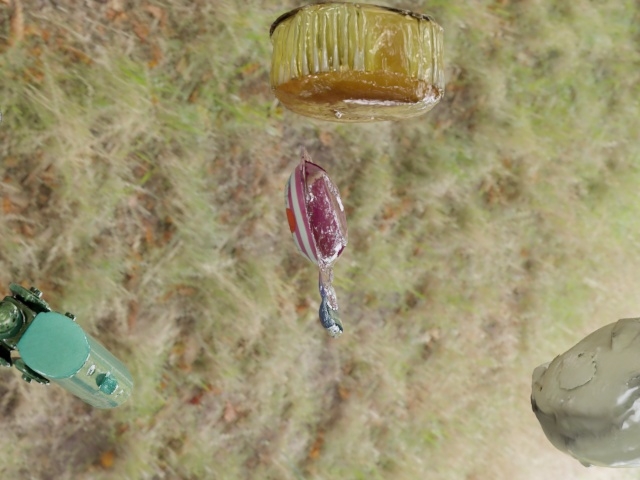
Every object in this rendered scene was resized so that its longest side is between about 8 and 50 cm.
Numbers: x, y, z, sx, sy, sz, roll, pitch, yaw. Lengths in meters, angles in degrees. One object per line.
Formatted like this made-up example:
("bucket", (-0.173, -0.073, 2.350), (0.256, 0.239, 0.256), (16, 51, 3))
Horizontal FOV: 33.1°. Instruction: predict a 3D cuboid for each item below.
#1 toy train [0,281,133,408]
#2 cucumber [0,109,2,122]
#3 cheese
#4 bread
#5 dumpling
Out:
("toy train", (-0.301, 0.134, 1.253), (0.101, 0.159, 0.248), (-58, 166, -13))
("cucumber", (-0.534, -0.173, 1.216), (0.145, 0.326, 0.105), (-75, 173, -55))
("cheese", (0.000, 0.000, 0.804), (0.038, 0.145, 0.095), (-12, 160, 10))
("bread", (0.039, -0.179, 1.136), (0.191, 0.132, 0.114), (7, 77, -27))
("dumpling", (0.386, 0.200, 1.256), (0.243, 0.318, 0.187), (34, 68, -16))
